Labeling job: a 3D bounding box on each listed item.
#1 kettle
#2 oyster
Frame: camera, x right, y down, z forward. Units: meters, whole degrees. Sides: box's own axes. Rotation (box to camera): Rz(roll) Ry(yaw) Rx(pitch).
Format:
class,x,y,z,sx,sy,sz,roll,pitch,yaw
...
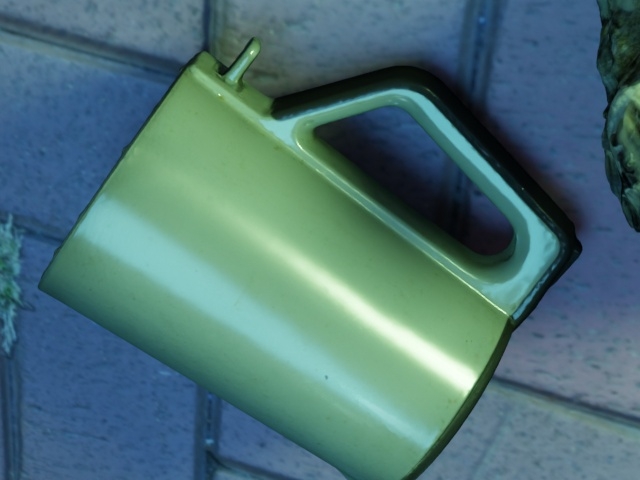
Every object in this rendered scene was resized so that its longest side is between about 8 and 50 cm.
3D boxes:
class,x,y,z,sx,sy,sz,roll,pitch,yaw
kettle,0.000,0.000,1.586,0.377,0.250,0.361,35,105,-5
oyster,0.258,-0.119,1.293,0.158,0.351,0.162,21,133,-32
